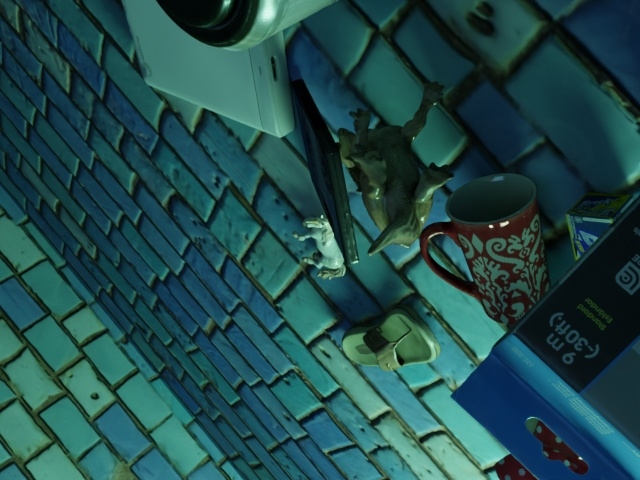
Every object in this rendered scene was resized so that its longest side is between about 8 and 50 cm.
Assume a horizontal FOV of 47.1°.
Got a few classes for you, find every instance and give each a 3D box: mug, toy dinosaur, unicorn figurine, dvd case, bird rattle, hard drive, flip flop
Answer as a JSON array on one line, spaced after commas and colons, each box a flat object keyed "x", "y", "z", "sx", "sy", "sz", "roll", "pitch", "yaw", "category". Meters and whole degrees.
[{"x": 0.221, "y": 0.014, "z": 0.949, "sx": 0.150, "sy": 0.113, "sz": 0.169, "roll": 2, "pitch": 128, "yaw": 38, "category": "mug"}, {"x": 0.092, "y": -0.068, "z": 0.945, "sx": 0.127, "sy": 0.296, "sz": 0.200, "roll": 0, "pitch": 140, "yaw": -3, "category": "toy dinosaur"}, {"x": 0.000, "y": 0.000, "z": 1.273, "sx": 0.111, "sy": 0.060, "sz": 0.162, "roll": 4, "pitch": 141, "yaw": 49, "category": "unicorn figurine"}, {"x": 0.005, "y": -0.105, "z": 1.057, "sx": 0.253, "sy": 0.022, "sz": 0.180, "roll": -110, "pitch": 7, "yaw": -55, "category": "dvd case"}, {"x": 0.319, "y": 0.239, "z": 0.940, "sx": 0.207, "sy": 0.253, "sz": 0.143, "roll": -127, "pitch": 23, "yaw": -48, "category": "bird rattle"}, {"x": -0.194, "y": -0.323, "z": 1.202, "sx": 0.353, "sy": 0.047, "sz": 0.233, "roll": 27, "pitch": 140, "yaw": 35, "category": "hard drive"}, {"x": 0.109, "y": 0.186, "z": 1.284, "sx": 0.112, "sy": 0.080, "sz": 0.277, "roll": 56, "pitch": 148, "yaw": -6, "category": "flip flop"}]

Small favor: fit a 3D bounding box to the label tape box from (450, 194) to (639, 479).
[{"x": 0.330, "y": 0.130, "z": 0.736, "sx": 0.249, "sy": 0.348, "sz": 0.115, "roll": 44, "pitch": -169, "yaw": 13, "category": "label tape box"}]

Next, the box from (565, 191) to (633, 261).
[{"x": 0.341, "y": 0.029, "z": 0.864, "sx": 0.059, "sy": 0.054, "sz": 0.169, "roll": 10, "pitch": 129, "yaw": 48, "category": "box"}]

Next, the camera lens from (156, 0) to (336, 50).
[{"x": -0.051, "y": -0.347, "z": 0.784, "sx": 0.219, "sy": 0.274, "sz": 0.219, "roll": 32, "pitch": 143, "yaw": 28, "category": "camera lens"}]
